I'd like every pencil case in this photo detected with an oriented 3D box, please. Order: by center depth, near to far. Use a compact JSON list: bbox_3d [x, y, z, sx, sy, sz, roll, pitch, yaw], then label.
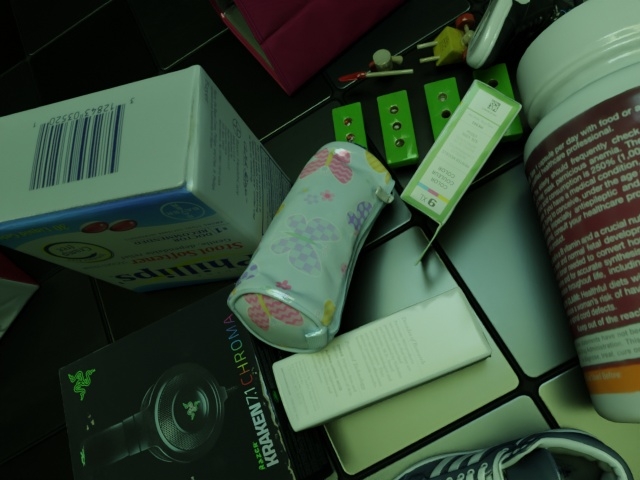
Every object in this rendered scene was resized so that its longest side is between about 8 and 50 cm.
[{"bbox_3d":[0.000,0.000,0.571,0.124,0.113,0.273,24,52,5],"label":"pencil case"}]

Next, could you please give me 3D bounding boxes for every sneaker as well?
[{"bbox_3d":[0.163,0.261,0.469,0.282,0.153,0.099,-25,67,8],"label":"sneaker"},{"bbox_3d":[0.277,-0.284,0.619,0.121,0.079,0.217,29,62,-1],"label":"sneaker"}]

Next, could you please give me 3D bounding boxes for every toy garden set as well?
[{"bbox_3d":[0.140,-0.205,0.684,0.244,0.049,0.204,-11,72,14],"label":"toy garden set"}]

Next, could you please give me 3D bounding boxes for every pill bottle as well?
[{"bbox_3d":[0.341,-0.037,0.471,0.224,0.224,0.392,-12,71,13],"label":"pill bottle"}]

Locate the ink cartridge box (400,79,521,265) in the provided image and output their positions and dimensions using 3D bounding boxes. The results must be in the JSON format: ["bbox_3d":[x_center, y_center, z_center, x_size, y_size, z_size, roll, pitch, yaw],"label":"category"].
[{"bbox_3d":[0.151,-0.076,0.574,0.062,0.109,0.209,33,100,10],"label":"ink cartridge box"}]

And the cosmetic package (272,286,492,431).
[{"bbox_3d":[0.074,0.142,0.555,0.231,0.117,0.085,-26,69,7],"label":"cosmetic package"}]

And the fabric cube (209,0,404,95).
[{"bbox_3d":[-0.053,-0.438,0.701,0.258,0.259,0.254,-38,65,3],"label":"fabric cube"}]

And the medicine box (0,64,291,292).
[{"bbox_3d":[-0.202,-0.048,0.604,0.263,0.289,0.149,-9,68,14],"label":"medicine box"}]

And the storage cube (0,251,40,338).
[{"bbox_3d":[-0.619,0.081,0.736,0.193,0.215,0.184,32,84,17],"label":"storage cube"}]

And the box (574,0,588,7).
[{"bbox_3d":[0.476,-0.444,0.579,0.318,0.097,0.395,-4,69,13],"label":"box"}]

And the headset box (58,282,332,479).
[{"bbox_3d":[-0.168,0.229,0.592,0.283,0.131,0.246,-26,67,8],"label":"headset box"}]
